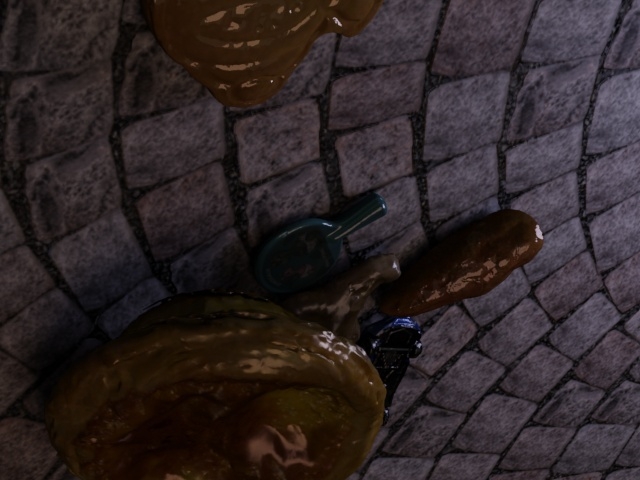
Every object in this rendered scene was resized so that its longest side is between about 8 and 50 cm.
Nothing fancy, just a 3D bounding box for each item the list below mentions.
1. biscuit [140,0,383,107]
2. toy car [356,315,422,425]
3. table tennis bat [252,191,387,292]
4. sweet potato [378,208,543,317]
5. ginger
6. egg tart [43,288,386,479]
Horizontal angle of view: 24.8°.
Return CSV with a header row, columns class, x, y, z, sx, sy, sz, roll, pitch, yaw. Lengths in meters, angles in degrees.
class,x,y,z,sx,sy,sz,roll,pitch,yaw
biscuit,-0.057,-0.310,1.614,0.312,0.057,0.351,-24,135,-12
toy car,0.074,0.194,2.126,0.103,0.063,0.216,5,117,-37
table tennis bat,0.000,0.000,1.936,0.201,0.033,0.124,-32,141,1
sweet potato,0.196,0.041,2.054,0.251,0.097,0.097,-31,137,-1
ginger,-0.015,0.154,2.022,0.166,0.080,0.333,4,128,-37
egg tart,-0.138,0.199,1.879,0.443,0.178,0.443,-5,142,-4
